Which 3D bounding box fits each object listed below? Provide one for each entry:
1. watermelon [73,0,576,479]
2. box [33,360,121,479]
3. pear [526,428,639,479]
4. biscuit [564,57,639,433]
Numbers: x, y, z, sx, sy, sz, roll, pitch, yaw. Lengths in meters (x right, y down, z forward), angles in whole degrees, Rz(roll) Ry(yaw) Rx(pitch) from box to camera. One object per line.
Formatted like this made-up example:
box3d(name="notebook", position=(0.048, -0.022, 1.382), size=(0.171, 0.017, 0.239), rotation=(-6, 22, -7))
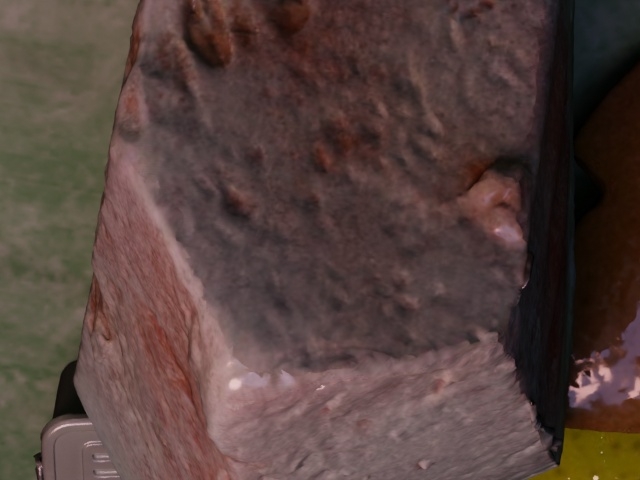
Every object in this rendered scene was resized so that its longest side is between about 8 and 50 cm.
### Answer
box3d(name="watermelon", position=(0.000, 0.000, 0.764), size=(0.228, 0.258, 0.387), rotation=(8, 107, 5))
box3d(name="box", position=(-0.079, 0.104, 0.937), size=(0.122, 0.069, 0.084), rotation=(-1, 119, -5))
box3d(name="pear", position=(0.194, 0.138, 0.957), size=(0.288, 0.139, 0.239), rotation=(-34, 108, 13))
box3d(name="biscuit", position=(0.248, 0.028, 0.868), size=(0.301, 0.043, 0.278), rotation=(38, 97, 3))
